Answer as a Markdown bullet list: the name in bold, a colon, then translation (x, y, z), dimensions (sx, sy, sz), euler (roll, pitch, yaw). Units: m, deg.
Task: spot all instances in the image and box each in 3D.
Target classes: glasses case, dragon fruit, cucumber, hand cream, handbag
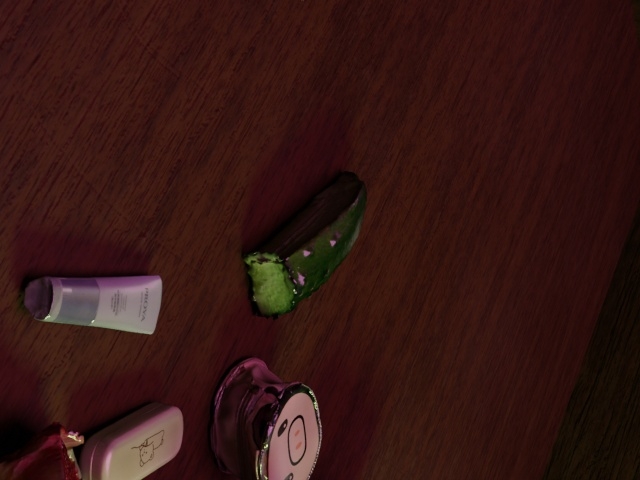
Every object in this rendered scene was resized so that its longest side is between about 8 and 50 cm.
- **glasses case**: translation (-0.253, 0.280, 1.635), dimensions (0.196, 0.050, 0.083), euler (-26, 119, -62)
- **dragon fruit**: translation (-0.342, 0.308, 1.440), dimensions (0.274, 0.126, 0.161), euler (95, -13, -68)
- **cucumber**: translation (0.002, 0.002, 1.962), dimensions (0.325, 0.105, 0.145), euler (-47, 139, -48)
- **hand cream**: translation (-0.276, 0.078, 1.529), dimensions (0.255, 0.048, 0.079), euler (10, 91, -63)
- **handbag**: translation (-0.084, 0.296, 1.894), dimensions (0.179, 0.116, 0.205), euler (-39, 134, -48)
